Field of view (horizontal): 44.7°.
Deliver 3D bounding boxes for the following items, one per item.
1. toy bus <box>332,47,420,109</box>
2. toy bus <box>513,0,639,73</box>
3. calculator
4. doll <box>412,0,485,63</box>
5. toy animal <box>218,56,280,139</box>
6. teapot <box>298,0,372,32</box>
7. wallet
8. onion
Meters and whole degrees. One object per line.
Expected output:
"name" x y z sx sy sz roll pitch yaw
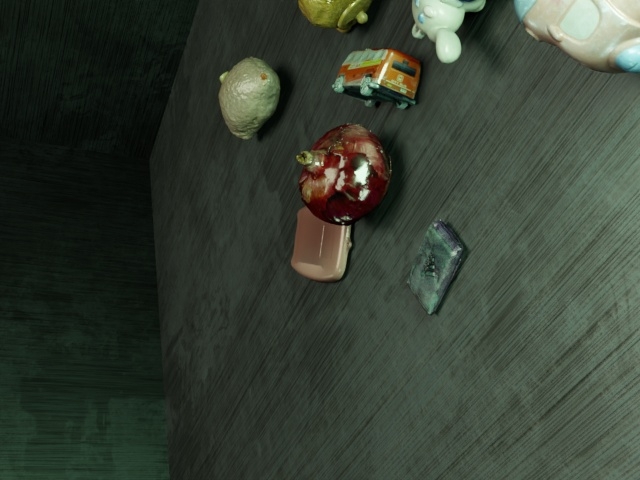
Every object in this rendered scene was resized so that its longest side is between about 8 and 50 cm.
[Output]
"toy bus" 0.128 -0.379 1.808 0.265 0.121 0.120 26 99 66
"toy bus" 0.419 -0.352 1.051 0.294 0.197 0.232 -55 46 44
"calculator" 0.000 0.000 2.062 0.329 0.048 0.220 5 86 64
"doll" 0.257 -0.511 1.515 0.311 0.159 0.243 -120 29 -53
"toy animal" -0.236 -0.487 2.570 0.358 0.188 0.227 149 119 -60
"teapot" 0.059 -0.611 1.989 0.167 0.203 0.311 49 169 6
"wallet" 0.229 0.055 1.546 0.111 0.030 0.166 59 138 48
"onion" 0.040 -0.154 1.803 0.252 0.219 0.252 -29 54 51
